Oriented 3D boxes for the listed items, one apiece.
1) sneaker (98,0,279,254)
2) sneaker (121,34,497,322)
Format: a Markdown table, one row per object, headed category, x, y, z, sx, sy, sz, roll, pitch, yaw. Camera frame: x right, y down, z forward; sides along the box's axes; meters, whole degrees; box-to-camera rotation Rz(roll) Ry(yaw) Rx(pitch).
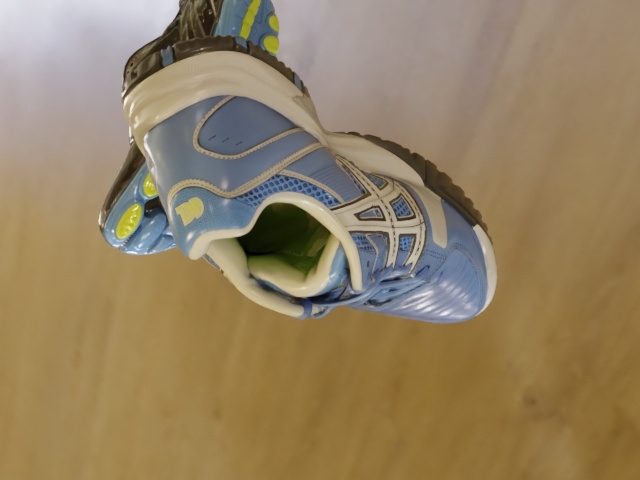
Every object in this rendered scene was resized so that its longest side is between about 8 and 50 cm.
| category | x | y | z | sx | sy | sz | roll | pitch | yaw |
| --- | --- | --- | --- | --- | --- | --- | --- | --- | --- |
| sneaker | -0.084 | -0.072 | 1.132 | 0.078 | 0.188 | 0.067 | 1 | 150 | 37 |
| sneaker | 0.000 | 0.000 | 0.759 | 0.080 | 0.211 | 0.081 | -30 | 53 | 28 |
